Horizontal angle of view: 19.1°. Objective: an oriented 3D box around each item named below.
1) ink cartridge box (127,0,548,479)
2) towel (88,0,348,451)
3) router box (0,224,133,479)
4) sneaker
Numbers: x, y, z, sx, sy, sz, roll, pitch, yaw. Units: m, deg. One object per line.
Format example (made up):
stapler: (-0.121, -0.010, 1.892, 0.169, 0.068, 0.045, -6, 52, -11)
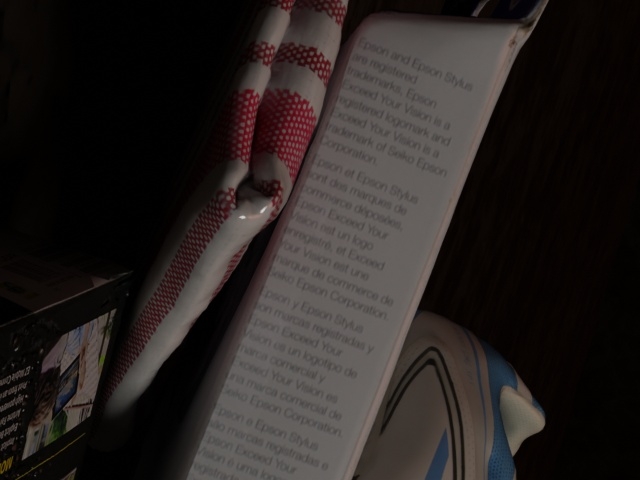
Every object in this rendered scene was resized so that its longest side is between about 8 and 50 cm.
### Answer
ink cartridge box: (0.000, 0.000, 0.554, 0.223, 0.045, 0.224, 167, -53, -84)
towel: (-0.009, -0.052, 0.493, 0.144, 0.029, 0.197, 123, -13, -59)
router box: (-0.100, 0.073, 0.371, 0.179, 0.046, 0.133, -26, 132, -75)
sneaker: (0.023, 0.108, 0.568, 0.085, 0.086, 0.237, -60, -174, 39)
